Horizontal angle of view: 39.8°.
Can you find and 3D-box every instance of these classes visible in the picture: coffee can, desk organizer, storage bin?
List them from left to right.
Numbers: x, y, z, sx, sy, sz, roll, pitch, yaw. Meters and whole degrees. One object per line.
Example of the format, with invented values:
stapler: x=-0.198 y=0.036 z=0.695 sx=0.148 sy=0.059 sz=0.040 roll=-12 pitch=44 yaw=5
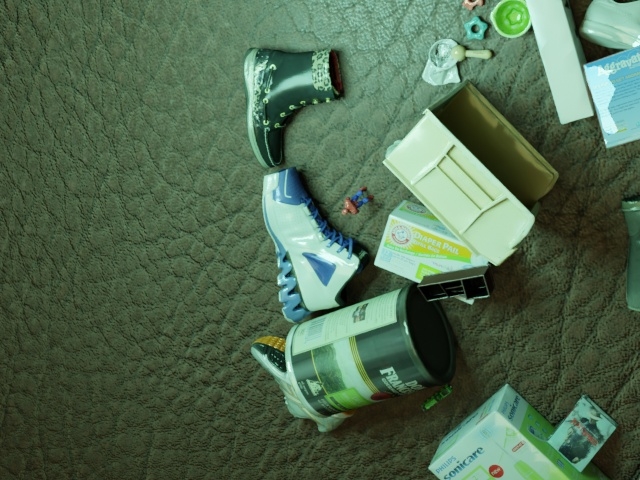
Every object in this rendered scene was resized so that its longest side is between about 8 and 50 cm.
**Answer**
coffee can: x=0.099 y=0.218 z=1.737 sx=0.275 sy=0.201 sz=0.202 roll=-22 pitch=99 yaw=28
desk organizer: x=0.244 y=0.082 z=1.593 sx=0.130 sy=0.050 sz=0.047 roll=-12 pitch=104 yaw=26
storage bin: x=0.269 y=-0.119 z=1.509 sx=0.260 sy=0.262 sz=0.123 roll=45 pitch=120 yaw=2

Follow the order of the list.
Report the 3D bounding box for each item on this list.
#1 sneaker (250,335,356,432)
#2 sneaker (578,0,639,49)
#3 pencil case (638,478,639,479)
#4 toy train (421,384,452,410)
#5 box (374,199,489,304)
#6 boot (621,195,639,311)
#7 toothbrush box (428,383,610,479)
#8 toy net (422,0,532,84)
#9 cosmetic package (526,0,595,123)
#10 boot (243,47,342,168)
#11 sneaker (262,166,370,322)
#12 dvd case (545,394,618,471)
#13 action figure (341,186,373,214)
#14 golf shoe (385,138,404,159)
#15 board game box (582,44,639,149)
sneaker: x=-0.055 y=0.319 z=1.899 sx=0.262 sy=0.099 sz=0.121 roll=38 pitch=123 yaw=7
sneaker: x=0.535 y=-0.344 z=1.432 sx=0.212 sy=0.080 sz=0.094 roll=22 pitch=92 yaw=9
pencil case: x=0.665 y=0.454 z=1.614 sx=0.167 sy=0.160 sz=0.386 roll=46 pitch=124 yaw=35
toy train: x=0.239 y=0.325 z=1.817 sx=0.017 sy=0.023 sz=0.083 roll=46 pitch=118 yaw=1
box: x=0.220 y=0.018 z=1.669 sx=0.203 sy=0.103 sz=0.114 roll=21 pitch=115 yaw=14
boot: x=0.613 y=0.022 z=1.526 sx=0.189 sy=0.076 sz=0.209 roll=-4 pitch=101 yaw=37
toothbrush box: x=0.394 y=0.463 z=1.749 sx=0.283 sy=0.122 sz=0.206 roll=44 pitch=119 yaw=4
toy net: x=0.257 y=-0.362 z=1.550 sx=0.232 sy=0.045 sz=0.122 roll=-36 pitch=93 yaw=29
cosmetic package: x=0.402 y=-0.323 z=1.474 sx=0.060 sy=0.099 sz=0.239 roll=-14 pitch=103 yaw=27
boot: x=-0.049 y=-0.254 z=1.694 sx=0.178 sy=0.085 sz=0.237 roll=1 pitch=108 yaw=20
sneaker: x=0.000 y=0.001 z=1.756 sx=0.182 sy=0.127 sz=0.316 roll=-7 pitch=103 yaw=13
dvd case: x=0.500 y=0.368 z=1.690 sx=0.087 sy=0.013 sz=0.119 roll=43 pitch=77 yaw=4
action figure: x=0.066 y=-0.071 z=1.693 sx=0.030 sy=0.115 sz=0.038 roll=-32 pitch=94 yaw=29
golf shoe: x=0.196 y=-0.120 z=1.640 sx=0.176 sy=0.086 sz=0.069 roll=27 pitch=115 yaw=10
board game box: x=0.560 y=-0.249 z=1.361 sx=0.281 sy=0.027 sz=0.145 roll=-15 pitch=90 yaw=35
